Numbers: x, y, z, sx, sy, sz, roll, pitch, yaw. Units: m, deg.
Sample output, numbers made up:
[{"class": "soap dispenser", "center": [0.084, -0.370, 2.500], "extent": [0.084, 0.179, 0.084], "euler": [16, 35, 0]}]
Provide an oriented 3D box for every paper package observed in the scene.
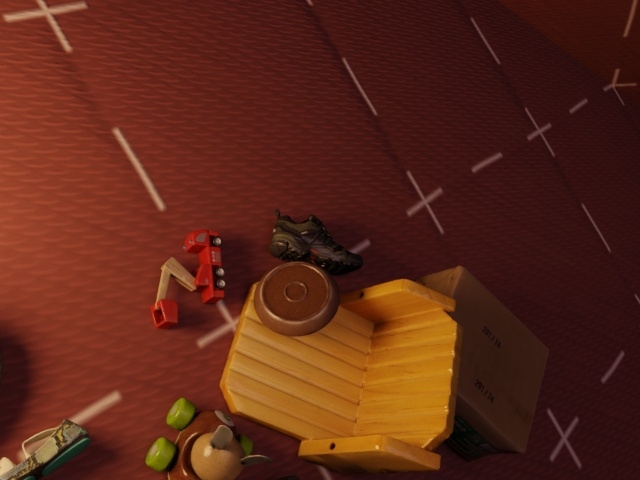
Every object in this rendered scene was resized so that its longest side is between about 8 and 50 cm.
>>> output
[{"class": "paper package", "center": [0.325, 0.279, 1.549], "extent": [0.325, 0.168, 0.309], "euler": [42, 51, -15]}]

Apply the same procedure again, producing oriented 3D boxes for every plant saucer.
[{"class": "plant saucer", "center": [-0.046, 0.104, 1.323], "extent": [0.168, 0.029, 0.168], "euler": [-1, 54, 1]}]

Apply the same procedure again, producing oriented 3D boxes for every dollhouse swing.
[{"class": "dollhouse swing", "center": [0.044, 0.216, 1.296], "extent": [0.305, 0.315, 0.347], "euler": [39, 50, -32]}]

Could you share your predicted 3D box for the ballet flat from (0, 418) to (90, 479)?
[{"class": "ballet flat", "center": [-0.430, 0.331, 1.007], "extent": [0.188, 0.070, 0.070], "euler": [-35, 92, -45]}]

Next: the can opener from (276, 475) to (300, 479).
[{"class": "can opener", "center": [-0.139, 0.483, 1.137], "extent": [0.283, 0.076, 0.095], "euler": [-19, 101, -42]}]

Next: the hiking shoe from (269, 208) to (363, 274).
[{"class": "hiking shoe", "center": [0.000, 0.000, 1.480], "extent": [0.227, 0.086, 0.114], "euler": [19, 62, -30]}]

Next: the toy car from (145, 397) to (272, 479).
[{"class": "toy car", "center": [-0.163, 0.337, 1.119], "extent": [0.155, 0.188, 0.149], "euler": [38, 51, -18]}]

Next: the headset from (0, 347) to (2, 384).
[{"class": "headset", "center": [-0.632, 0.156, 0.903], "extent": [0.394, 0.185, 0.243], "euler": [32, 55, -41]}]

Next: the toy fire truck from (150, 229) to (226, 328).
[{"class": "toy fire truck", "center": [-0.247, 0.067, 1.279], "extent": [0.135, 0.047, 0.192], "euler": [7, 65, -35]}]
